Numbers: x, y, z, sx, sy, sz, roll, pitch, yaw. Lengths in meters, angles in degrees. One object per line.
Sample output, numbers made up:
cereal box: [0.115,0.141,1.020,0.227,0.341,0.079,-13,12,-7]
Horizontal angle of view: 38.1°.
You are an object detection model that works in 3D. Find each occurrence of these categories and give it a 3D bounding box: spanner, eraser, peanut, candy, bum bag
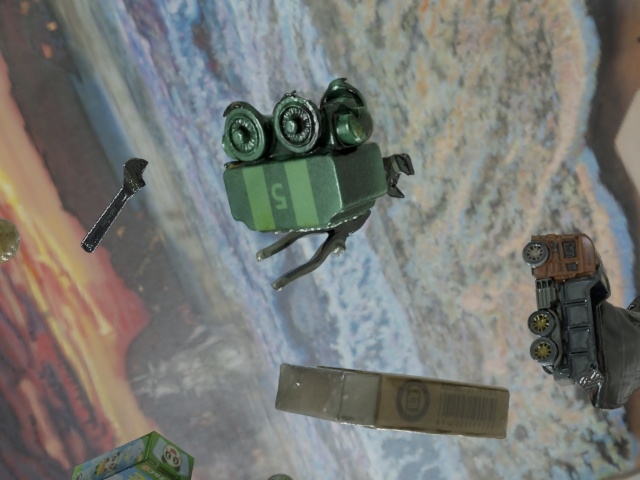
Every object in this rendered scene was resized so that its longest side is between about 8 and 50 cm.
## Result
spanner: [-0.334,-0.056,1.500,0.046,0.208,0.012,37,-152,-6]
spanner: [0.000,0.000,1.855,0.040,0.325,0.095,-26,95,47]
spanner: [0.062,-0.156,1.813,0.316,0.024,0.087,23,117,43]
eraser: [0.110,0.227,1.315,0.144,0.343,0.078,-1,78,49]
peanut: [-0.680,0.001,1.779,0.117,0.263,0.101,19,-105,-50]
candy: [-0.303,0.379,1.476,0.097,0.194,0.062,44,-147,-30]
bum bag: [0.448,0.149,1.318,0.340,0.095,0.144,1,-90,-55]

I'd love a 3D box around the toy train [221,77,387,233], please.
toy train: [-0.030,-0.135,1.542,0.299,0.167,0.238,-2,103,42]

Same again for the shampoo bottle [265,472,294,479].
shampoo bottle: [-0.137,0.612,2.077,0.087,0.118,0.234,43,-160,9]

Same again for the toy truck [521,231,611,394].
toy truck: [0.302,0.085,1.124,0.083,0.092,0.192,38,-133,-57]
